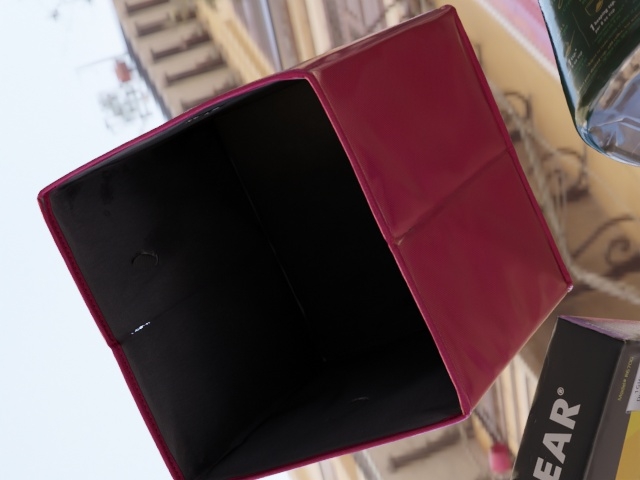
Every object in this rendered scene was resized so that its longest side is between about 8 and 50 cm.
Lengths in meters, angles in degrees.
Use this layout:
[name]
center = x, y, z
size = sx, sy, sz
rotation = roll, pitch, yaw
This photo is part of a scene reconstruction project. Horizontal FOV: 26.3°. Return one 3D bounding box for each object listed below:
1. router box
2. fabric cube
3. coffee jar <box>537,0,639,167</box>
[router box]
center = 0.152, 0.131, 0.720
size = 0.046, 0.179, 0.133
rotation = 21, -170, 43
[fabric cube]
center = 0.000, 0.000, 1.029
size = 0.254, 0.259, 0.258
rotation = -21, -172, 32
[coffee jar]
center = 0.143, -0.127, 0.637
size = 0.079, 0.096, 0.184
rotation = 16, -139, -26
